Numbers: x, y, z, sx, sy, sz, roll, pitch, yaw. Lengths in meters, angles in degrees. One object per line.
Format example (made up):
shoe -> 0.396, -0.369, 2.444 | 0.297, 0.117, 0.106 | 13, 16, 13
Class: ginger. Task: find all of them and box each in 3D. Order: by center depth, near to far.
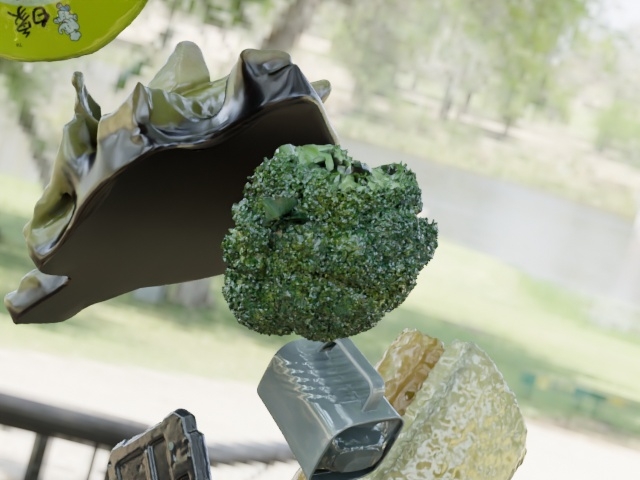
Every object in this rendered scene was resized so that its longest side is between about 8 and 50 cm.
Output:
ginger -> -0.175, -0.090, 1.826 | 0.358, 0.211, 0.413 | -20, -22, -23

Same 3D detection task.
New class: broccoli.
broccoli -> 0.000, 0.000, 1.455 | 0.195, 0.195, 0.156 | 6, 47, -57

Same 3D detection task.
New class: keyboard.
keyboard -> -0.102, 0.252, 1.291 | 0.016, 0.262, 0.106 | 16, -38, -42

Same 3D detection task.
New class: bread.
bread -> 0.082, 0.309, 2.079 | 0.165, 0.375, 0.236 | 14, -37, 41

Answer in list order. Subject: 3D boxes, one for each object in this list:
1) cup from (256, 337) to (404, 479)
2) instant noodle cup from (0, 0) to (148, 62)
cup -> 0.014, 0.159, 1.798 | 0.095, 0.128, 0.129 | -7, 47, -38
instant noodle cup -> -0.219, -0.336, 1.549 | 0.311, 0.311, 0.221 | 17, 34, 15
